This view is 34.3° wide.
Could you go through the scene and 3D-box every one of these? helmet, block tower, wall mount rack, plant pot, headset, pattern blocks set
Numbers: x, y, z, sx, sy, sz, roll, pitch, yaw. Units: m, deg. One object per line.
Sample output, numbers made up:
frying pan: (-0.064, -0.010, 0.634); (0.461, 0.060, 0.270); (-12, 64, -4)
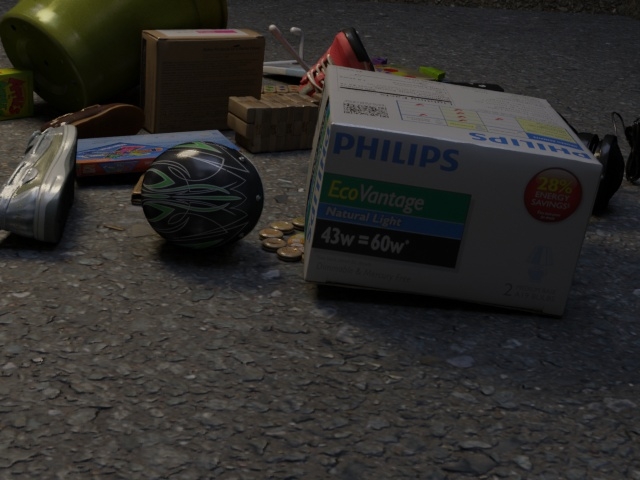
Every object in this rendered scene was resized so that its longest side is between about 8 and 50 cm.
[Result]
helmet: (-0.166, -0.063, 1.459); (0.170, 0.169, 0.161); (2, 5, -9)
block tower: (-0.013, -0.236, 2.037); (0.336, 0.090, 0.097); (-6, 24, -28)
wall mount rack: (-0.080, -0.459, 2.495); (0.350, 0.130, 0.304); (13, 18, 42)
plant pot: (-0.441, -0.448, 2.099); (0.367, 0.366, 0.353); (21, 54, 35)
headset: (0.442, -0.124, 1.853); (0.394, 0.185, 0.243); (-25, 38, -27)
pattern blocks set: (0.190, -0.419, 2.648); (0.286, 0.026, 0.325); (-4, 23, -22)

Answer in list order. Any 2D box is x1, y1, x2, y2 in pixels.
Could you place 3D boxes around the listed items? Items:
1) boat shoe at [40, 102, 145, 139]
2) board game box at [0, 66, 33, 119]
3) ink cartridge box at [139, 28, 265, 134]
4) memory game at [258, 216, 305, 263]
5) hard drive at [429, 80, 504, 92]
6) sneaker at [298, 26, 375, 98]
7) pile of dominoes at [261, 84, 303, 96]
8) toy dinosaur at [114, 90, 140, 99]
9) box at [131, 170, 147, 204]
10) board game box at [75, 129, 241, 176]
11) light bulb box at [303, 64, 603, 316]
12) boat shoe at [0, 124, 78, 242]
boat shoe: (-0.419, -0.216, 1.916); (0.073, 0.073, 0.207); (22, 26, 32)
board game box: (-0.642, -0.277, 1.996); (0.043, 0.092, 0.181); (23, 27, 39)
ink cartridge box: (-0.235, -0.317, 2.054); (0.235, 0.193, 0.088); (-7, 26, -30)
memory game: (0.000, 0.000, 1.537); (0.186, 0.012, 0.186); (5, 21, -2)
hard drive: (0.266, -0.301, 2.308); (0.339, 0.064, 0.237); (2, 21, -11)
sneaker: (0.025, -0.329, 2.149); (0.136, 0.115, 0.314); (-23, -11, -11)
pile of dominoes: (-0.064, -0.345, 2.381); (0.251, 0.040, 0.196); (-5, 23, -26)
toy dinosaur: (-0.466, -0.321, 2.225); (0.212, 0.064, 0.112); (1, 44, -10)
box: (-0.216, -0.096, 1.724); (0.165, 0.021, 0.201); (4, 21, -1)
board game box: (-0.291, -0.153, 1.786); (0.281, 0.027, 0.145); (-6, 21, -21)
light bulb box: (0.164, -0.084, 1.473); (0.358, 0.225, 0.361); (8, 21, -3)
boat shoe: (-0.420, -0.094, 1.547); (0.103, 0.118, 0.320); (6, 27, -10)
